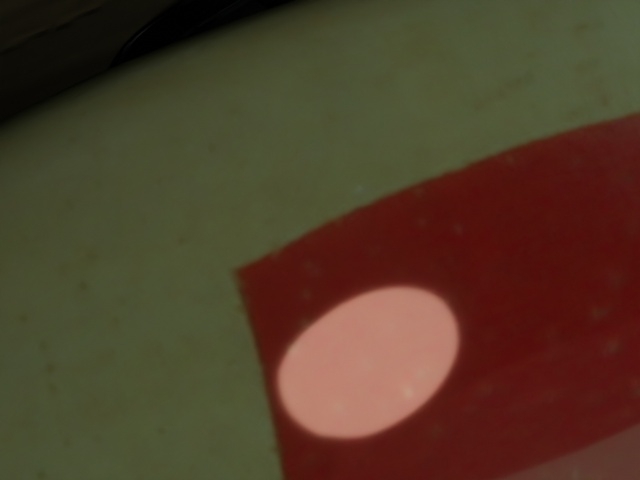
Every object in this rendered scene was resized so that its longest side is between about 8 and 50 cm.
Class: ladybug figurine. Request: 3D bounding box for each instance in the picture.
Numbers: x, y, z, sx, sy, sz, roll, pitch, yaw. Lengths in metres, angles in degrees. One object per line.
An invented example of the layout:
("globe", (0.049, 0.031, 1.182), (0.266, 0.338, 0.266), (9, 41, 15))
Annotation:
("ladybug figurine", (0.043, 0.061, 0.499), (0.449, 0.162, 0.305), (-16, 153, -33))

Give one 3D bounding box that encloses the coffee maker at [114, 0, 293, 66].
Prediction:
("coffee maker", (0.000, 0.000, 0.652), (0.171, 0.120, 0.178), (-52, 158, -8))
